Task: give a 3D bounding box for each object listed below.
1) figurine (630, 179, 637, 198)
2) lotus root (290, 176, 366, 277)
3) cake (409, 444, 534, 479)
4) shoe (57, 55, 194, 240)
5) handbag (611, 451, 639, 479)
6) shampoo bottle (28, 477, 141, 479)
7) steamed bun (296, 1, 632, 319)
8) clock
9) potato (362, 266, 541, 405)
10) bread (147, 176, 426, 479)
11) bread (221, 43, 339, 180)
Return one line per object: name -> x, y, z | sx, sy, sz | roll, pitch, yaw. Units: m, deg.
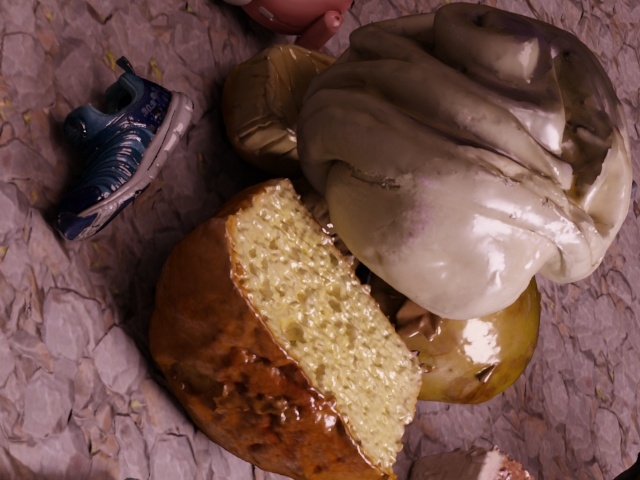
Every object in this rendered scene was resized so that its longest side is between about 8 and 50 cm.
figurine -> 0.217, -0.122, 2.390 | 0.186, 0.261, 0.382 | -60, 151, -3
lotus root -> 0.000, 0.000, 2.122 | 0.214, 0.138, 0.138 | 6, 74, -65
cake -> 0.178, 0.319, 2.250 | 0.147, 0.135, 0.134 | 48, 45, -26
shoe -> -0.209, -0.088, 1.914 | 0.106, 0.091, 0.207 | 36, 53, -13
handbag -> 0.364, 0.403, 2.324 | 0.247, 0.341, 0.240 | 45, 28, -29
shampoo bottle -> -0.233, 0.250, 1.797 | 0.191, 0.041, 0.069 | -2, 75, -54
steamed bun -> 0.164, -0.108, 1.984 | 0.352, 0.247, 0.339 | -1, 50, -37
clock -> -0.035, -0.308, 2.175 | 0.162, 0.093, 0.166 | 33, 50, -12
potato -> 0.156, 0.048, 2.175 | 0.246, 0.196, 0.299 | 90, 13, -56
bread -> -0.055, 0.103, 1.969 | 0.340, 0.179, 0.194 | 54, 40, -24
bread -> -0.014, -0.135, 2.151 | 0.236, 0.106, 0.140 | 12, 59, -49
